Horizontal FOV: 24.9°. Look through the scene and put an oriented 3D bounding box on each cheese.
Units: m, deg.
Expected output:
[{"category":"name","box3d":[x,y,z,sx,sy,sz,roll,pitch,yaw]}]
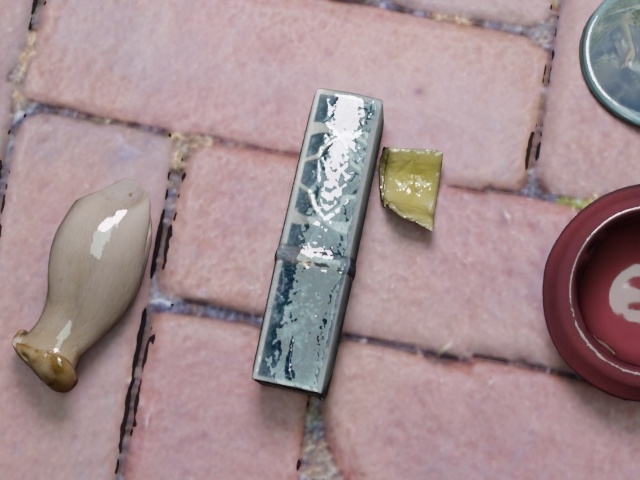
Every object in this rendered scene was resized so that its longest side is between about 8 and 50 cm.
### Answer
[{"category":"cheese","box3d":[0.085,-0.046,1.397,0.060,0.041,0.084,6,65,-4]}]

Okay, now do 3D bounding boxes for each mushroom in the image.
[{"category":"mushroom","box3d":[-0.223,0.038,1.374,0.097,0.088,0.212,25,89,16]}]

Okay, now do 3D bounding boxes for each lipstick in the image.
[{"category":"lipstick","box3d":[0.000,0.000,1.376,0.077,0.076,0.290,11,79,6]}]

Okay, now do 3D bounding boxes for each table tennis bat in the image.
[{"category":"table tennis bat","box3d":[0.358,-0.151,1.406,0.149,0.038,0.237,-40,78,-5]}]

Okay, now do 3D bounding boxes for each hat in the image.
[{"category":"hat","box3d":[0.305,0.048,1.348,0.205,0.089,0.205,-1,82,7]}]
